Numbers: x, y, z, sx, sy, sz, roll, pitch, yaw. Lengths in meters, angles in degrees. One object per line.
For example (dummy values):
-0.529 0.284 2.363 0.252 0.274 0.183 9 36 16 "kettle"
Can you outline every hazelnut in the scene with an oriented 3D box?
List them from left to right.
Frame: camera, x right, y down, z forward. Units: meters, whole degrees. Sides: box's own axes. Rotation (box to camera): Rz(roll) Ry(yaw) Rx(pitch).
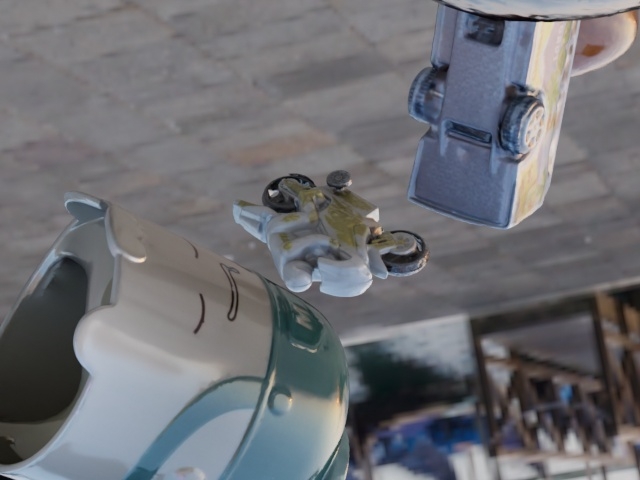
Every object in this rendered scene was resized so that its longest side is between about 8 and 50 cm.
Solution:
0.242 -0.252 1.579 0.182 0.182 0.182 -9 168 -2 "hazelnut"

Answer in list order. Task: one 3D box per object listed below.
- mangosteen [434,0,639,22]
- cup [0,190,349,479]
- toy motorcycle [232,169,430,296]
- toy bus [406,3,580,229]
0.106 -0.314 0.803 0.382 0.382 0.435 -19 151 38 "mangosteen"
-0.124 0.091 1.238 0.257 0.290 0.219 26 117 -28 "cup"
0.000 0.000 1.700 0.151 0.228 0.074 -40 143 -32 "toy motorcycle"
0.156 -0.182 1.255 0.109 0.330 0.136 19 -157 28 "toy bus"
